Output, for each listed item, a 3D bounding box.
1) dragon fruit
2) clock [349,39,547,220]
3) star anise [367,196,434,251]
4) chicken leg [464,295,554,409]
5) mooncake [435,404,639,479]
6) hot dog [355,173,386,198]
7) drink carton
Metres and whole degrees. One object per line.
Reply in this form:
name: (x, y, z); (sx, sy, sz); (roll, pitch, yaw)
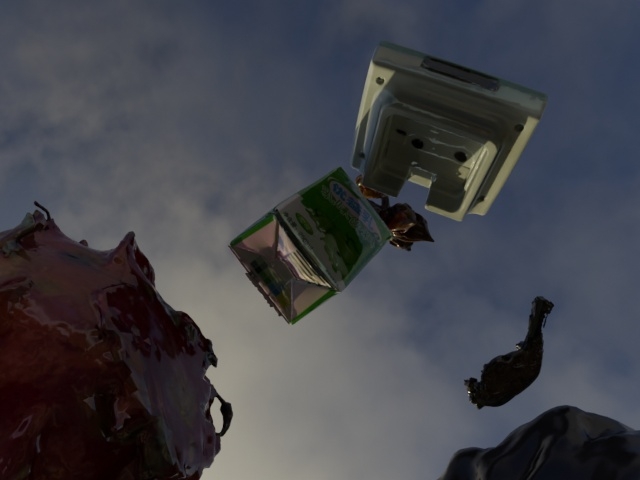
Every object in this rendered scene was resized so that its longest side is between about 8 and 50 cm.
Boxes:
dragon fruit: (-0.237, 0.142, 0.490); (0.249, 0.371, 0.386); (-18, -94, 24)
clock: (0.181, -0.159, 0.859); (0.262, 0.116, 0.231); (21, -32, 7)
star anise: (0.137, -0.042, 1.148); (0.212, 0.196, 0.111); (28, -80, -2)
chicken leg: (0.376, 0.222, 1.041); (0.106, 0.051, 0.253); (40, -98, -11)
mooncake: (0.153, 0.242, 0.373); (0.141, 0.283, 0.283); (43, -79, -3)
hot dog: (0.114, -0.116, 1.095); (0.038, 0.144, 0.062); (-22, -94, 34)
drink carton: (0.000, 0.000, 0.856); (0.108, 0.271, 0.161); (-36, -87, 32)
